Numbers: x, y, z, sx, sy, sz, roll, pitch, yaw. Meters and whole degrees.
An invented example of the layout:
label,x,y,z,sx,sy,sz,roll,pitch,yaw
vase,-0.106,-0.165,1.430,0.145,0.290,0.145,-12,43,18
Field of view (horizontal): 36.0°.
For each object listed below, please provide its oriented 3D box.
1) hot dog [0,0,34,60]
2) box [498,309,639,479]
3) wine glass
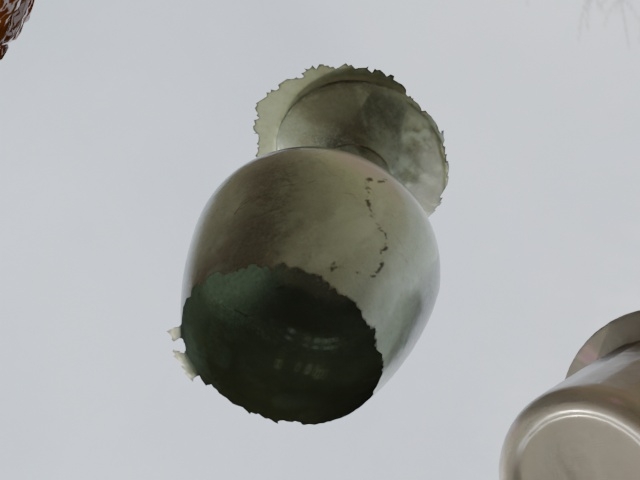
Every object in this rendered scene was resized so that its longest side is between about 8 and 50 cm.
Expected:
label,x,y,z,sx,sy,sz,roll,pitch,yaw
hot dog,-0.154,-0.095,0.290,0.160,0.099,0.227,-13,-176,-22
box,0.295,0.183,0.861,0.262,0.291,0.206,41,-149,28
wine glass,0.000,0.000,0.907,0.238,0.238,0.323,-8,-151,20
